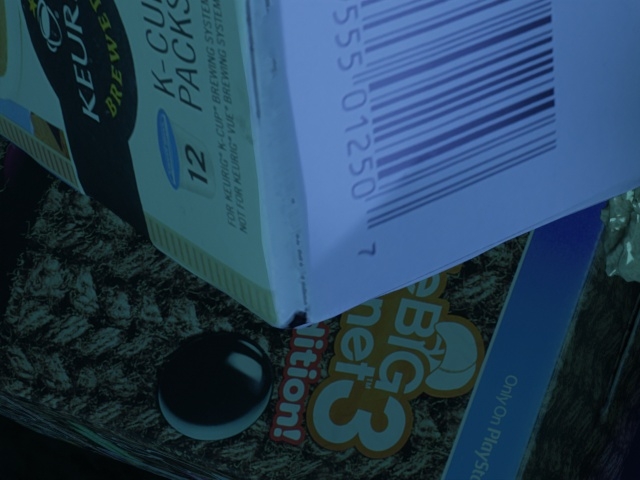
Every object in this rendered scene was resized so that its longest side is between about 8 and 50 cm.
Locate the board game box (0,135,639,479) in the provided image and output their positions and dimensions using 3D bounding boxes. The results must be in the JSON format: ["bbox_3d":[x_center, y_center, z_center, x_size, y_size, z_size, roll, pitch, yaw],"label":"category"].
[{"bbox_3d":[0.000,0.000,0.827,0.291,0.232,0.141,15,167,26],"label":"board game box"}]

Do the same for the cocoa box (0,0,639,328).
[{"bbox_3d":[0.003,-0.200,0.486,0.228,0.231,0.347,30,135,48],"label":"cocoa box"}]

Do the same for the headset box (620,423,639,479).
[{"bbox_3d":[0.103,0.142,1.005,0.283,0.131,0.246,-7,125,42],"label":"headset box"}]

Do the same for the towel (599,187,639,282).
[{"bbox_3d":[0.206,-0.099,0.639,0.187,0.049,0.282,-3,133,-16],"label":"towel"}]
